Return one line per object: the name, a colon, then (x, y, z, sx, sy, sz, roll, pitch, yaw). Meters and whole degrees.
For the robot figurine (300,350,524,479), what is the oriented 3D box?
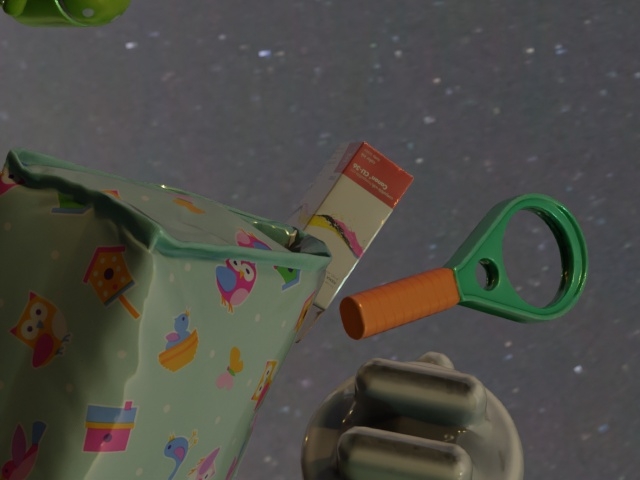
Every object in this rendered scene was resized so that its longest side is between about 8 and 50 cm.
robot figurine: (0.085, 0.250, 1.394, 0.200, 0.300, 0.353, 13, -37, 12)

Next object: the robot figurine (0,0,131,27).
robot figurine: (-0.177, -0.181, 1.026, 0.115, 0.101, 0.067, 6, -84, 36)

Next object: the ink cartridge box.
ink cartridge box: (0.000, 0.000, 1.472, 0.067, 0.198, 0.115, 35, -5, -11)

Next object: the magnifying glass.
magnifying glass: (0.104, 0.026, 1.014, 0.026, 0.231, 0.092, -14, -89, 51)

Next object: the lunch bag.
lunch bag: (-0.110, 0.077, 0.935, 0.160, 0.262, 0.223, 24, -83, 28)
